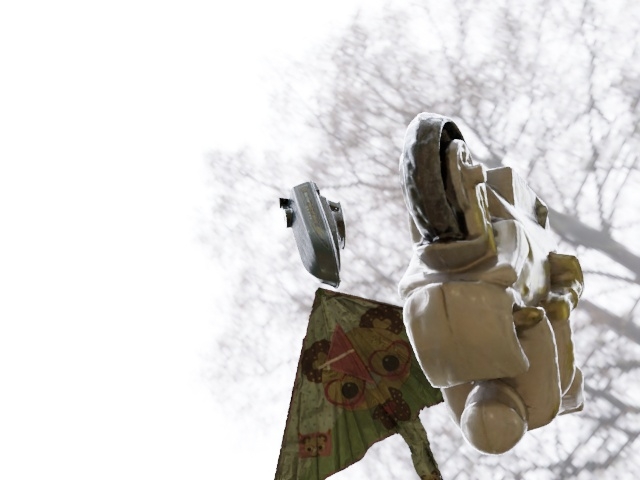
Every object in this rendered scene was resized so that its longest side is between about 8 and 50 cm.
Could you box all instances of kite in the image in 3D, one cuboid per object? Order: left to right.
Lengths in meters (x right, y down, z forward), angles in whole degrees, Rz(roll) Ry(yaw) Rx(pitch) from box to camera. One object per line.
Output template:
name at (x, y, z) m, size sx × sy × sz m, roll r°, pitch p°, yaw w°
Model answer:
kite at (0.061, 0.156, 1.421) m, size 0.323 × 0.013 × 0.268 m, roll -34°, pitch -72°, yaw -6°

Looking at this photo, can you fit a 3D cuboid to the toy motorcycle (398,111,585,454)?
toy motorcycle at (0.134, 0.055, 1.032) m, size 0.341 × 0.108 × 0.223 m, roll 37°, pitch -133°, yaw -60°

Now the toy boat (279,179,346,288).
toy boat at (0.000, 0.000, 1.375) m, size 0.060 × 0.141 × 0.055 m, roll -7°, pitch -53°, yaw -10°
